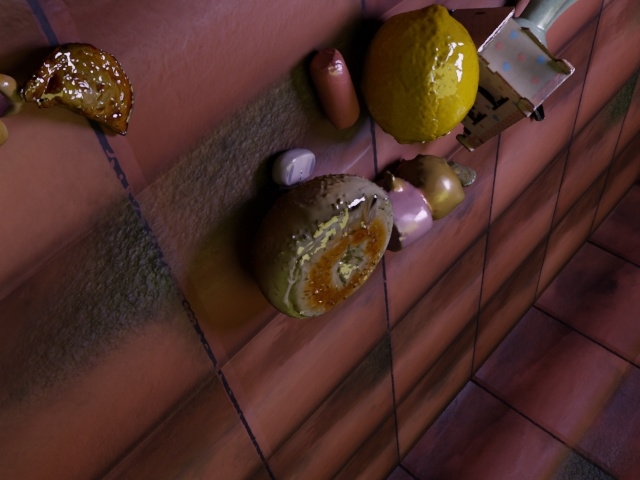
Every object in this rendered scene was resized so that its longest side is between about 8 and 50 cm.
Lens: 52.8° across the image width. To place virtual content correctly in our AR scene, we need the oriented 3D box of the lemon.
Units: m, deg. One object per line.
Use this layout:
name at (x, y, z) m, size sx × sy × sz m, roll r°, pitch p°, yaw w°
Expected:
lemon at (0.171, -0.281, 1.121) m, size 0.204 × 0.204 × 0.260 m, roll -33°, pitch 144°, yaw -34°

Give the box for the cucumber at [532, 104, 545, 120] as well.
cucumber at (0.614, -0.376, 1.829) m, size 0.135 × 0.033 × 0.034 m, roll 34°, pitch 48°, yaw -59°

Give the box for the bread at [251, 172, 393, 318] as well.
bread at (0.000, 0.000, 1.165) m, size 0.306 × 0.159 × 0.305 m, roll -32°, pitch 150°, yaw -21°

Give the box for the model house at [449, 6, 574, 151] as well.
model house at (0.319, -0.341, 1.287) m, size 0.169 × 0.244 × 0.326 m, roll -50°, pitch -178°, yaw -9°

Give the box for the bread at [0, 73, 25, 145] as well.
bread at (-0.391, -0.088, 0.618) m, size 0.225 × 0.081 × 0.134 m, roll -54°, pitch 149°, yaw -8°

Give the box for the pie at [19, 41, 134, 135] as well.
pie at (-0.263, -0.179, 0.739) m, size 0.191 × 0.033 × 0.088 m, roll 6°, pitch 94°, yaw -75°

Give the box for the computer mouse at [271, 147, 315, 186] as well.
computer mouse at (-0.050, -0.128, 1.109) m, size 0.096 × 0.039 × 0.066 m, roll -28°, pitch 140°, yaw -51°

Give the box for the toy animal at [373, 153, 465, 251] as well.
toy animal at (0.188, -0.088, 1.356) m, size 0.281 × 0.169 × 0.195 m, roll -39°, pitch 148°, yaw -26°

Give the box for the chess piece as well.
chess piece at (0.497, -0.520, 1.404) m, size 0.299 × 0.194 × 0.195 m, roll -55°, pitch 151°, yaw 15°

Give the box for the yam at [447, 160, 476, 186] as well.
yam at (0.349, -0.167, 1.626) m, size 0.132 × 0.054 × 0.054 m, roll 8°, pitch 112°, yaw -56°

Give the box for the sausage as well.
sausage at (0.026, -0.250, 1.080) m, size 0.062 × 0.062 × 0.154 m, roll -48°, pitch 147°, yaw -14°
